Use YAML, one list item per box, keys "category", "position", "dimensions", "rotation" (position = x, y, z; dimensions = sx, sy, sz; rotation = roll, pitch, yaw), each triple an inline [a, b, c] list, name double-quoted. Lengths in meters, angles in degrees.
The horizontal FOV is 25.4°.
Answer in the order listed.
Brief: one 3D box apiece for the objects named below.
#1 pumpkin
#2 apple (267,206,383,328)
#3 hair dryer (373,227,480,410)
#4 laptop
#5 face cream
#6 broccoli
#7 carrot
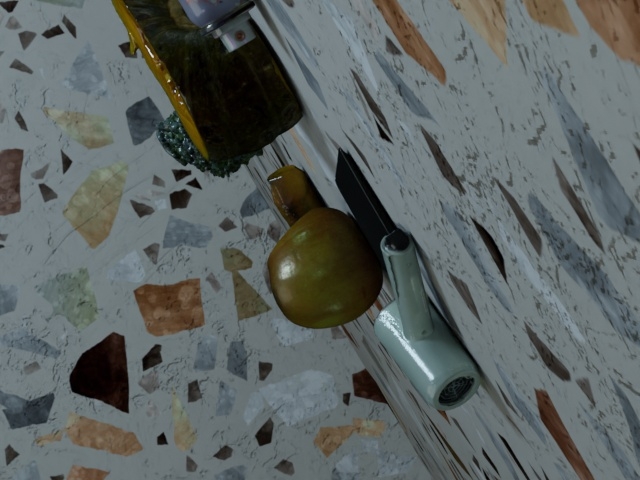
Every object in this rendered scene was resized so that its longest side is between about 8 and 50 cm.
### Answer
- category: "pumpkin"
  position: [-0.145, -0.230, 1.783]
  dimensions: [0.317, 0.139, 0.222]
  rotation: [53, 171, 31]
- category: "apple"
  position: [-0.001, 0.038, 1.900]
  dimensions: [0.163, 0.147, 0.146]
  rotation: [58, 176, 31]
- category: "hair dryer"
  position: [0.108, 0.072, 1.532]
  dimensions: [0.131, 0.073, 0.236]
  rotation: [53, 165, 40]
- category: "laptop"
  position: [0.056, -0.033, 1.633]
  dimensions: [0.135, 0.016, 0.197]
  rotation: [59, 175, 6]
- category: "face cream"
  position: [-0.142, -0.311, 1.529]
  dimensions: [0.229, 0.075, 0.075]
  rotation: [59, 176, -11]
- category: "broccoli"
  position: [-0.199, -0.237, 2.396]
  dimensions: [0.198, 0.177, 0.275]
  rotation: [55, -168, -39]
- category: "carrot"
  position: [0.000, 0.000, 2.199]
  dimensions: [0.260, 0.070, 0.070]
  rotation: [60, 176, -22]
